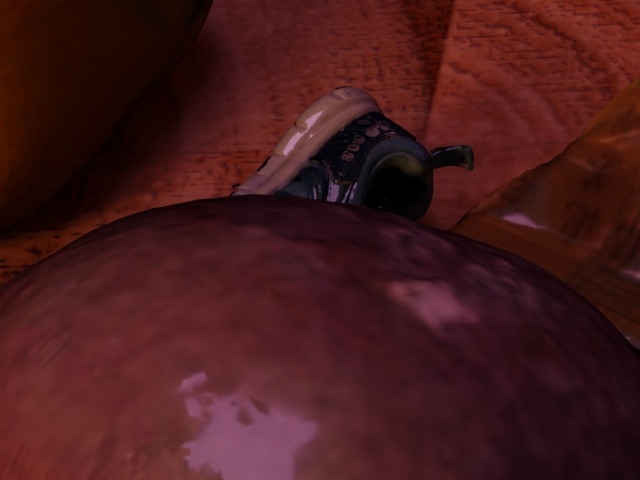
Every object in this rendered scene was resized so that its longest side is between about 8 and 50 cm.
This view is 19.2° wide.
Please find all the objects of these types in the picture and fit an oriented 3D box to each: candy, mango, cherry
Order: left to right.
[{"bbox_3d":[-0.163,-0.090,0.840,0.175,0.139,0.254,23,39,15],"label":"mango"},{"bbox_3d":[-0.010,0.083,0.547,0.266,0.184,0.213,-13,51,-38],"label":"cherry"},{"bbox_3d":[0.167,-0.032,0.692,0.143,0.101,0.271,18,40,35],"label":"candy"}]

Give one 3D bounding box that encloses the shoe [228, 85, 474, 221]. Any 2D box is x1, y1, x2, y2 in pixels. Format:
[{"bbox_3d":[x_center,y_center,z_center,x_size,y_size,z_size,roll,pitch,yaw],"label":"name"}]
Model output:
[{"bbox_3d":[0.000,0.000,0.749,0.071,0.064,0.143,23,50,21],"label":"shoe"}]
